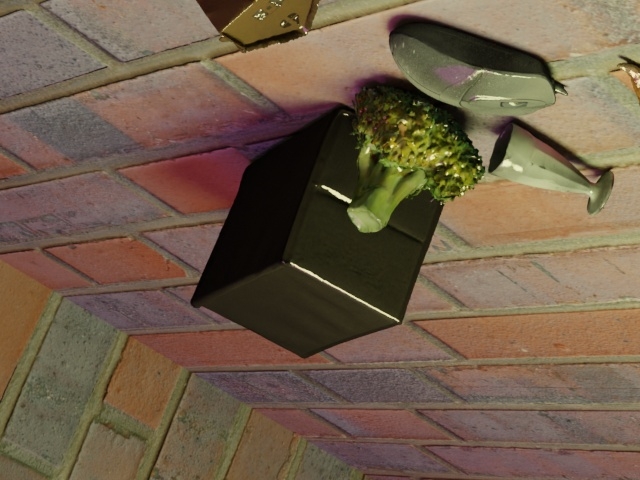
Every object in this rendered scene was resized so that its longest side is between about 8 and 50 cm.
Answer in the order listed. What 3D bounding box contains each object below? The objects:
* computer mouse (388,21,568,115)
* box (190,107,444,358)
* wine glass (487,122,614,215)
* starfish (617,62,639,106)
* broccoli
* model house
[{"bbox_3d":[0.184,-0.194,2.030,0.229,0.068,0.113,20,161,4],"label":"computer mouse"},{"bbox_3d":[-0.001,-0.001,2.425,0.204,0.251,0.345,28,159,-17],"label":"box"},{"bbox_3d":[0.300,-0.092,2.177,0.155,0.073,0.073,21,160,-12],"label":"wine glass"},{"bbox_3d":[0.474,-0.087,1.959,0.299,0.060,0.302,21,149,16],"label":"starfish"},{"bbox_3d":[0.104,-0.090,2.190,0.220,0.194,0.194,15,159,33],"label":"broccoli"},{"bbox_3d":[-0.050,-0.315,1.872,0.181,0.176,0.248,56,-168,14],"label":"model house"}]
